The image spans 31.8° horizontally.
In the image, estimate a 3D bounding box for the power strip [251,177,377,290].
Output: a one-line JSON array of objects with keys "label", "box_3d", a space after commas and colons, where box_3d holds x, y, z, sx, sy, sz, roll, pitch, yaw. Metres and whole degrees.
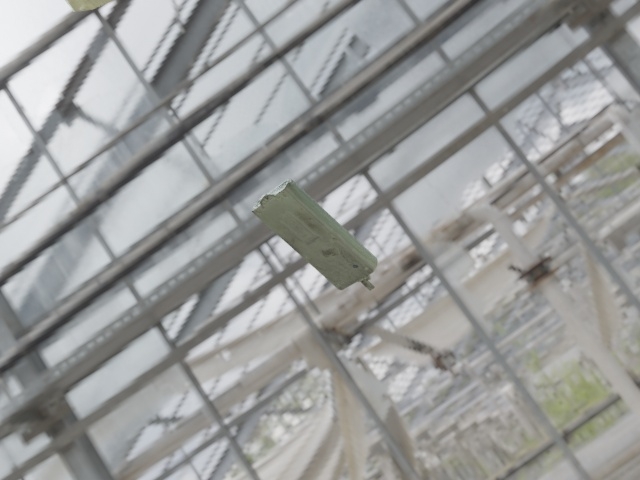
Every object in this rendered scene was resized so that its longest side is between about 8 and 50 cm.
[{"label": "power strip", "box_3d": [0.000, 0.000, 1.002, 0.051, 0.136, 0.019, -34, 23, 38]}]

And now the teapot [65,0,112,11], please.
[{"label": "teapot", "box_3d": [-0.200, -0.278, 0.821, 0.077, 0.200, 0.107, -2, 47, 42]}]
